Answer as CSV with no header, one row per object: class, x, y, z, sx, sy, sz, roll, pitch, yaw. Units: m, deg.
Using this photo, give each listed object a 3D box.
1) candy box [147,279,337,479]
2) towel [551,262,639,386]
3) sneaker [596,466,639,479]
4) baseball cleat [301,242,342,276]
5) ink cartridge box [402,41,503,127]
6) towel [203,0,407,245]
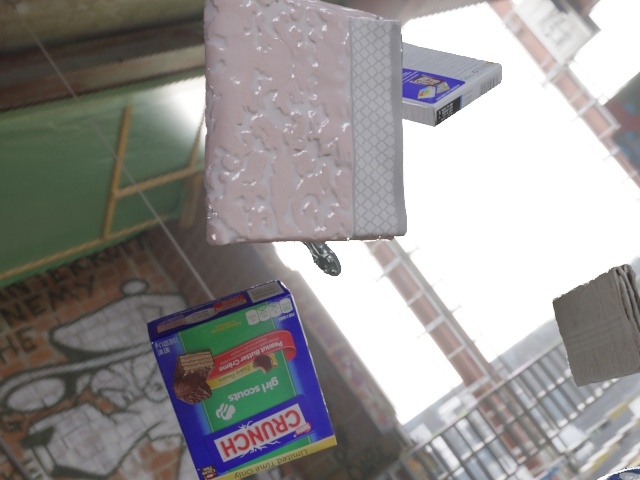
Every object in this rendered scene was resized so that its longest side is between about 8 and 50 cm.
candy box,-0.145,0.268,1.662,0.268,0.317,0.122,-19,17,-8
towel,0.517,0.161,1.637,0.049,0.187,0.282,-9,-14,-14
sneaker,0.367,0.379,1.199,0.297,0.112,0.131,-21,-33,-21
baseball cleat,0.000,0.000,2.234,0.109,0.206,0.072,-27,-21,-45
ink cartridge box,0.155,-0.259,1.453,0.206,0.208,0.045,-36,-45,-39
towel,-0.012,-0.159,1.198,0.317,0.331,0.053,0,-1,-35
